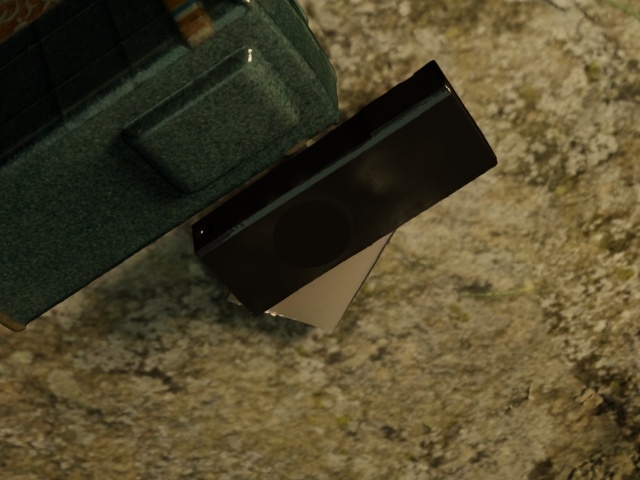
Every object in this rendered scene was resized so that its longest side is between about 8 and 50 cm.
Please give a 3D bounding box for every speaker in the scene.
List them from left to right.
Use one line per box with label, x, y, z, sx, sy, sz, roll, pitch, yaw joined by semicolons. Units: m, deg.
speaker;0.015;-0.035;0.786;0.218;0.044;0.082;-32;124;10

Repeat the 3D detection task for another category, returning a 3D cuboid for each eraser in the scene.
eraser;0.000;0.000;0.849;0.104;0.023;0.150;18;118;-23

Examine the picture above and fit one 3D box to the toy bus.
toy bus;-0.135;-0.084;0.657;0.275;0.167;0.138;-33;140;8
